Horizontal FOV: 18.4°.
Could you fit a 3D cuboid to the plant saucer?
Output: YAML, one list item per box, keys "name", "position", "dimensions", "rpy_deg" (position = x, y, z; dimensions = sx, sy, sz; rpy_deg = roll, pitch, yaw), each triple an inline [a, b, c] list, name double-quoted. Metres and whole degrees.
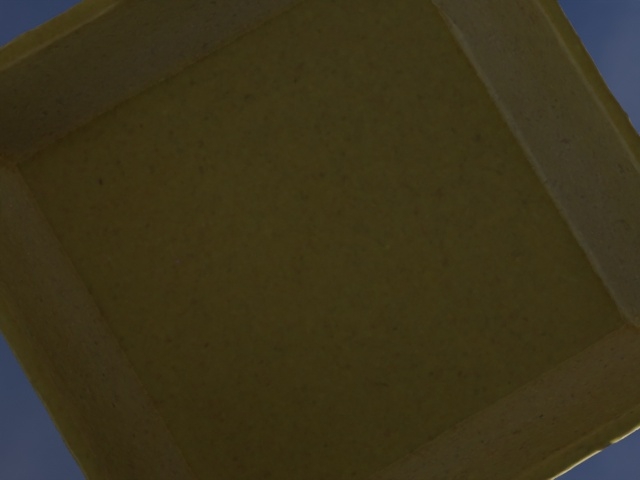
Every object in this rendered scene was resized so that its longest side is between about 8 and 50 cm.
- name: "plant saucer"
  position: [0.000, 0.000, 1.037]
  dimensions: [0.333, 0.081, 0.332]
  rpy_deg: [-30, -94, -5]
